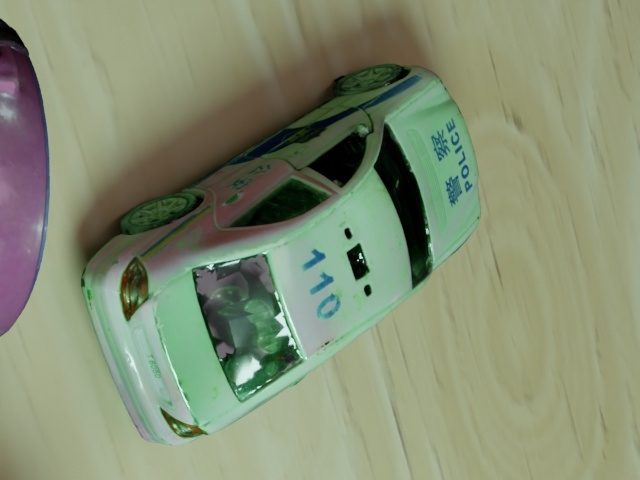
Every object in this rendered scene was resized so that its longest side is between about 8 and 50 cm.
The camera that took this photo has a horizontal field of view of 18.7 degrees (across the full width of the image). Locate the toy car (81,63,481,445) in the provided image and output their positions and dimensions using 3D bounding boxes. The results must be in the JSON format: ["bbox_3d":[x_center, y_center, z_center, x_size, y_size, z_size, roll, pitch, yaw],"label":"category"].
[{"bbox_3d":[0.000,0.000,0.821,0.224,0.076,0.090,-35,114,-38],"label":"toy car"}]

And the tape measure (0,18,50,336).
[{"bbox_3d":[-0.140,-0.022,0.649,0.074,0.125,0.118,1,88,-27],"label":"tape measure"}]
